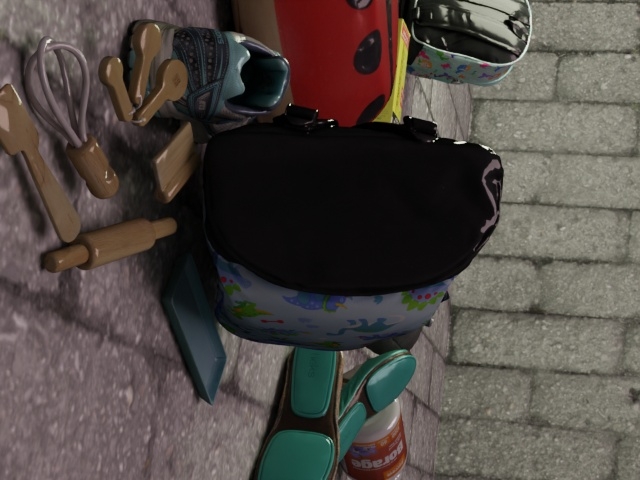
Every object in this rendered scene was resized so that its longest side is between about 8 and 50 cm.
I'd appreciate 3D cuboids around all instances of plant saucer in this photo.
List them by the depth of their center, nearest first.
[{"bbox_3d":[-0.133,0.096,1.215,0.192,0.018,0.067,79,20,-48],"label":"plant saucer"}]

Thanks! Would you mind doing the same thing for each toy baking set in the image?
[{"bbox_3d":[-0.179,-0.071,0.917,0.256,0.030,0.197,-29,124,-57],"label":"toy baking set"}]

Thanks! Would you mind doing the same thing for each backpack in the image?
[{"bbox_3d":[0.000,0.000,1.201,0.355,0.290,0.273,-155,-112,-76],"label":"backpack"},{"bbox_3d":[0.290,-0.425,2.305,0.191,0.253,0.225,113,-13,-68],"label":"backpack"}]

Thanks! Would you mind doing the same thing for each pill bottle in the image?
[{"bbox_3d":[0.086,0.342,1.953,0.216,0.121,0.121,77,22,-48],"label":"pill bottle"}]

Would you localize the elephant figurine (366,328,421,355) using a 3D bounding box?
[{"bbox_3d":[0.076,0.081,1.803,0.169,0.186,0.239,-61,156,-13],"label":"elephant figurine"}]

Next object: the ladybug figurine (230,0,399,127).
[{"bbox_3d":[0.002,-0.296,1.350,0.305,0.162,0.449,-70,159,-50],"label":"ladybug figurine"}]

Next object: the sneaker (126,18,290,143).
[{"bbox_3d":[-0.084,-0.147,1.124,0.283,0.122,0.110,-14,108,-75],"label":"sneaker"}]

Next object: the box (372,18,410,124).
[{"bbox_3d":[0.115,-0.271,2.030,0.087,0.058,0.232,43,52,-71],"label":"box"}]

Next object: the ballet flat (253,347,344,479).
[{"bbox_3d":[-0.019,0.277,1.561,0.106,0.107,0.316,89,14,-48],"label":"ballet flat"}]

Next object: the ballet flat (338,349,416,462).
[{"bbox_3d":[0.048,0.242,1.752,0.247,0.087,0.083,-44,132,-35],"label":"ballet flat"}]
